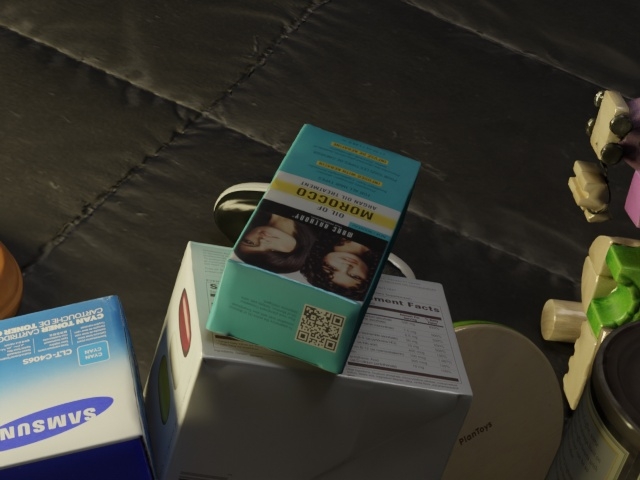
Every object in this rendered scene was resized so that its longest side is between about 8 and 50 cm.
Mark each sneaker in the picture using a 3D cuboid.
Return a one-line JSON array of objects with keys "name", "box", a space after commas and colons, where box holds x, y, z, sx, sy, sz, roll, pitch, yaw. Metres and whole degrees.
[{"name": "sneaker", "box": [-0.020, 0.022, 1.861, 0.216, 0.079, 0.121, 26, 30, 10]}]

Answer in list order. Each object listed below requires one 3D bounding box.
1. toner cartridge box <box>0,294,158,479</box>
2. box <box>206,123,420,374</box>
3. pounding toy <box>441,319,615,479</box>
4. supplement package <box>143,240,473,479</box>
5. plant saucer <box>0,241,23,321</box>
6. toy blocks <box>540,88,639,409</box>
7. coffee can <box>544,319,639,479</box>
[{"name": "toner cartridge box", "box": [-0.298, 0.150, 1.390, 0.347, 0.075, 0.165, -13, 38, -4]}, {"name": "box", "box": [0.000, 0.000, 1.415, 0.100, 0.060, 0.244, 19, 28, 3]}, {"name": "pounding toy", "box": [0.128, 0.150, 1.688, 0.236, 0.183, 0.110, 1, 9, -27]}, {"name": "supplement package", "box": [-0.030, 0.159, 1.463, 0.204, 0.262, 0.145, 10, 32, -14]}, {"name": "plant saucer", "box": [-0.361, 0.021, 1.726, 0.200, 0.037, 0.200, 14, 31, -8]}, {"name": "toy blocks", "box": [0.384, 0.055, 1.831, 0.260, 0.289, 0.309, 7, 30, -12]}, {"name": "coffee can", "box": [0.260, 0.228, 1.494, 0.201, 0.275, 0.201, 14, 32, -9]}]
